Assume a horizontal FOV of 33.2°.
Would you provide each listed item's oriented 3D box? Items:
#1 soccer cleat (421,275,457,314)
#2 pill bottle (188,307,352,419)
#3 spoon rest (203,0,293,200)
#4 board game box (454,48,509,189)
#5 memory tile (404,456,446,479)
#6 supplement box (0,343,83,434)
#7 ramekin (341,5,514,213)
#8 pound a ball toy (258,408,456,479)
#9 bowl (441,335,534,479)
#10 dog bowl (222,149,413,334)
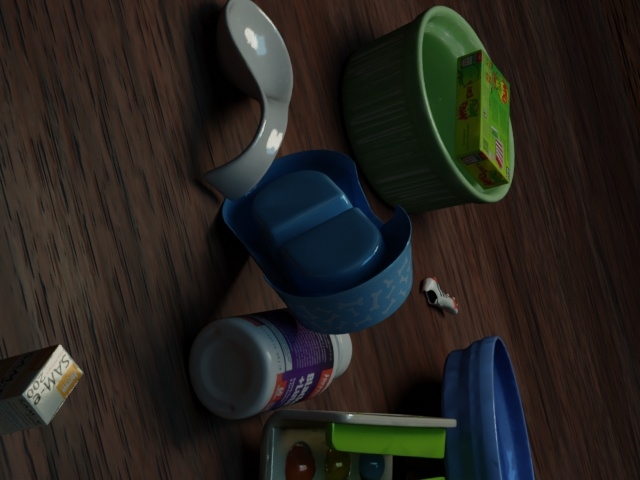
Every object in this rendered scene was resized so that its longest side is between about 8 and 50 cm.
[{"bbox_3d":[0.182,0.091,1.652,0.083,0.029,0.036,51,47,-27],"label":"soccer cleat"},{"bbox_3d":[-0.047,0.130,1.191,0.193,0.108,0.108,-4,80,-58],"label":"pill bottle"},{"bbox_3d":[-0.080,-0.181,1.297,0.137,0.084,0.276,40,43,-43],"label":"spoon rest"},{"bbox_3d":[0.234,-0.175,1.549,0.092,0.043,0.181,40,45,-43],"label":"board game box"},{"bbox_3d":[0.162,0.349,1.514,0.148,0.012,0.113,29,53,-49],"label":"memory tile"},{"bbox_3d":[-0.251,0.125,0.879,0.036,0.098,0.062,58,34,-24],"label":"supplement box"},{"bbox_3d":[0.162,-0.186,1.626,0.303,0.148,0.303,30,52,-49],"label":"ramekin"},{"bbox_3d":[0.029,0.299,1.223,0.319,0.135,0.208,15,75,-55],"label":"pound a ball toy"},{"bbox_3d":[0.241,0.331,1.495,0.391,0.077,0.391,-9,90,-75],"label":"bowl"},{"bbox_3d":[0.000,0.000,1.206,0.297,0.166,0.074,50,-15,53],"label":"dog bowl"}]
